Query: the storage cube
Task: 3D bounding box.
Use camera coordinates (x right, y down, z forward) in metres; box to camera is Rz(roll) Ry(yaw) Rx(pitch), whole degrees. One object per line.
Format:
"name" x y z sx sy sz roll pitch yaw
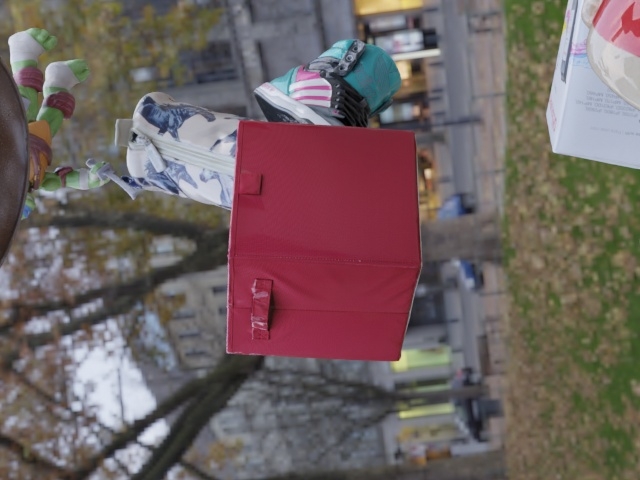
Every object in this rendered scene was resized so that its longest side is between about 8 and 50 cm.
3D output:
"storage cube" 0.000 0.000 1.309 0.183 0.193 0.215 96 177 -51

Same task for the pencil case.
"pencil case" -0.101 -0.109 1.830 0.183 0.410 0.160 -27 -52 -60

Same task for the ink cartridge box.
"ink cartridge box" 0.372 -0.268 1.518 0.226 0.131 0.306 -66 -14 -70

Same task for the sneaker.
"sneaker" 0.042 -0.182 1.670 0.295 0.178 0.123 45 166 53

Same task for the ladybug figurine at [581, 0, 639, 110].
"ladybug figurine" 0.471 -0.194 1.164 0.305 0.449 0.162 -55 -27 -47

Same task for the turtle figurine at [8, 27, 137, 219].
"turtle figurine" -0.367 -0.166 1.737 0.275 0.198 0.266 -36 47 50

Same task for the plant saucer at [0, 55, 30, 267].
"plant saucer" -0.388 -0.052 1.132 0.310 0.050 0.310 -39 -44 -53
